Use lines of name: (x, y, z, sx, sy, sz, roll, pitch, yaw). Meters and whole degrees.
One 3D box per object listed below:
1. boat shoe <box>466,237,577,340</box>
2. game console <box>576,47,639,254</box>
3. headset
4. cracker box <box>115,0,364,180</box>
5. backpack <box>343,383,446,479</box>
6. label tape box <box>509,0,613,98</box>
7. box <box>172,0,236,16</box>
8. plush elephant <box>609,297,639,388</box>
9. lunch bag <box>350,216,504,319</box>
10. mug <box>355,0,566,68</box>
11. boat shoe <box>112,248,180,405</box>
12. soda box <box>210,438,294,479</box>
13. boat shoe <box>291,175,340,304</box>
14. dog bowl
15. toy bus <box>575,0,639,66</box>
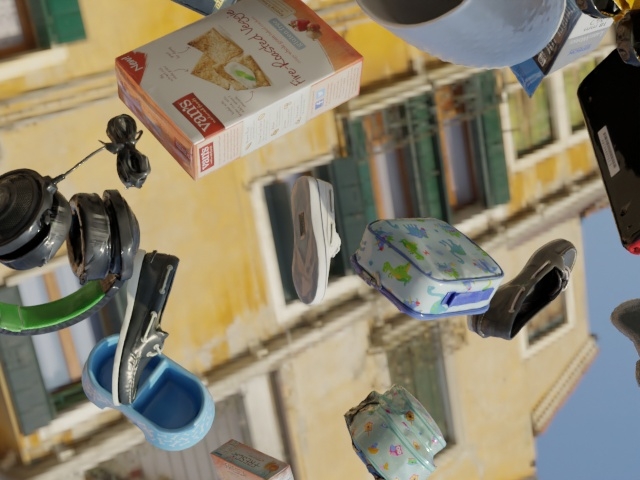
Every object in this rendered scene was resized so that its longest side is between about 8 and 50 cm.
boat shoe: (0.418, 0.103, 2.223, 0.095, 0.112, 0.335, 23, -140, 39)
game console: (0.524, -0.205, 1.620, 0.060, 0.342, 0.386, 25, -142, -23)
headset: (-0.343, -0.002, 1.541, 0.243, 0.394, 0.185, 13, -146, -37)
cracker box: (-0.090, -0.182, 1.276, 0.232, 0.067, 0.156, -31, -119, -24)
backpack: (0.130, 0.342, 1.962, 0.144, 0.166, 0.188, -39, -175, 9)
label tape box: (0.409, -0.451, 2.030, 0.106, 0.241, 0.334, -20, 158, -21)
box: (-0.165, -0.459, 1.746, 0.051, 0.220, 0.175, 34, -169, 31)
plush elephant: (0.686, 0.238, 1.925, 0.272, 0.330, 0.255, -24, 153, 19)
lunch bag: (0.166, 0.044, 1.740, 0.176, 0.090, 0.219, 40, -153, 31)
mug: (0.207, -0.421, 1.860, 0.374, 0.276, 0.328, 8, 175, 37)
boat shoe: (-0.331, 0.169, 2.168, 0.091, 0.303, 0.114, 9, -177, -3)
soda box: (-0.127, 0.432, 2.140, 0.058, 0.063, 0.183, -29, -155, -33)
boat shoe: (0.000, 0.000, 2.251, 0.084, 0.258, 0.095, 8, 166, -35)
dog bowl: (-0.352, 0.300, 2.333, 0.297, 0.074, 0.166, 33, -115, 9)
toy bus: (0.401, -0.316, 1.273, 0.149, 0.220, 0.211, 0, -121, 48)
